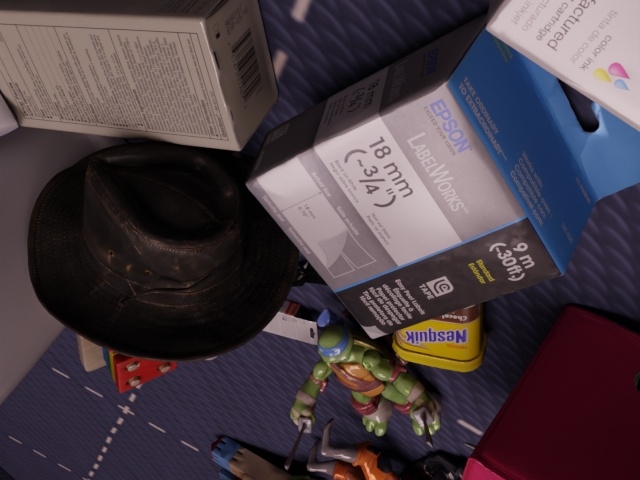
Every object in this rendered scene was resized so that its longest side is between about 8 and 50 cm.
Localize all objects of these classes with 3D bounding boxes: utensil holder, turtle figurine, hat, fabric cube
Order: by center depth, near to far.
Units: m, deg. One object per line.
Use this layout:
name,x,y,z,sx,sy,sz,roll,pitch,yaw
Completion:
hat,-0.184,-0.027,0.777,0.331,0.331,0.134,21,151,9
fabric cube,0.330,0.287,0.828,0.254,0.258,0.259,29,143,24
utensil holder,-0.463,0.013,0.928,0.327,0.385,0.327,15,138,14
turtle figurine,0.069,0.255,1.003,0.198,0.275,0.266,-36,139,10

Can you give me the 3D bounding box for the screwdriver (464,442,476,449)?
screwdriver,0.326,0.376,1.160,0.170,0.025,0.024,24,142,18

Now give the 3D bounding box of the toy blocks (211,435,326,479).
toy blocks,-0.139,0.603,1.564,0.261,0.191,0.381,22,141,26

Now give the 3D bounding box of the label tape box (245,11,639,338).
label tape box,0.132,-0.061,0.672,0.333,0.106,0.240,-24,120,28

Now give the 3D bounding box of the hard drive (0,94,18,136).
hard drive,-0.522,-0.226,0.771,0.319,0.210,0.040,61,161,-5

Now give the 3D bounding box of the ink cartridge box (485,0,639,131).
ink cartridge box,0.291,-0.170,0.481,0.278,0.117,0.201,32,124,-4

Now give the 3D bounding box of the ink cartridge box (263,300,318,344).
ink cartridge box,-0.054,0.125,1.092,0.115,0.029,0.063,13,138,16

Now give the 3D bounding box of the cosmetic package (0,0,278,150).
cosmetic package,-0.218,-0.206,0.769,0.309,0.113,0.160,11,137,21

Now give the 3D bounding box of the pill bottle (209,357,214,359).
pill bottle,-0.238,0.182,1.227,0.120,0.067,0.067,-9,128,37

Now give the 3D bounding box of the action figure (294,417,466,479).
action figure,0.112,0.496,1.287,0.330,0.178,0.341,33,139,9

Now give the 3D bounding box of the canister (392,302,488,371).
canister,0.153,0.086,0.901,0.126,0.073,0.170,8,135,22

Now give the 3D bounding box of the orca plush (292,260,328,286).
orca plush,0.000,0.000,0.871,0.151,0.102,0.287,34,140,-7

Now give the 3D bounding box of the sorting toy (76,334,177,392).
sorting toy,-0.202,0.090,0.957,0.089,0.257,0.255,54,149,27
